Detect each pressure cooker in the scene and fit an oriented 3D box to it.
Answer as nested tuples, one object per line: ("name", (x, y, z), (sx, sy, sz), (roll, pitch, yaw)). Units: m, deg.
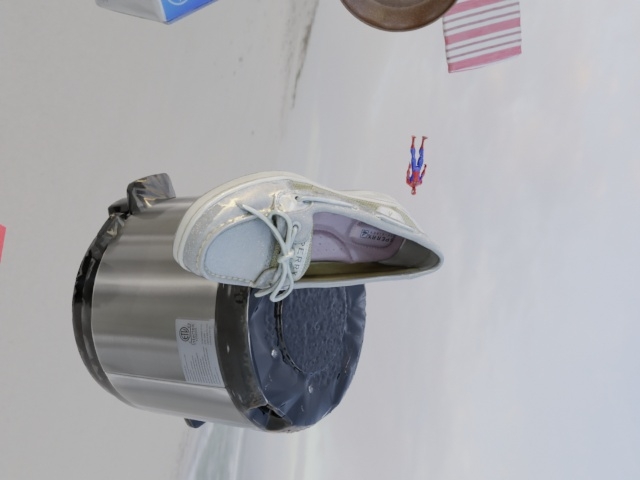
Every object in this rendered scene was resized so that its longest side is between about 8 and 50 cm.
("pressure cooker", (-0.180, 0.100, 1.011), (0.375, 0.420, 0.369), (42, 53, -50))

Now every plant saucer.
("plant saucer", (0.113, -0.397, 0.896), (0.198, 0.199, 0.036), (101, 0, -47))

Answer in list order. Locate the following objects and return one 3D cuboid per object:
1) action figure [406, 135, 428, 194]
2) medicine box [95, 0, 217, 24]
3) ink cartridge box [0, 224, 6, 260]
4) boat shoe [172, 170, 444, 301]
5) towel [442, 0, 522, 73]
("action figure", (0.186, -0.144, 1.217), (0.030, 0.038, 0.115), (-121, -148, -68))
("medicine box", (-0.170, -0.453, 0.745), (0.263, 0.149, 0.289), (-41, 140, -31))
("ink cartridge box", (-0.680, 0.040, 1.188), (0.078, 0.231, 0.134), (35, 40, -49))
("boat shoe", (0.000, 0.002, 0.673), (0.103, 0.320, 0.118), (40, -63, 42))
("towel", (0.293, -0.417, 1.155), (0.029, 0.144, 0.197), (-98, 174, -58))
